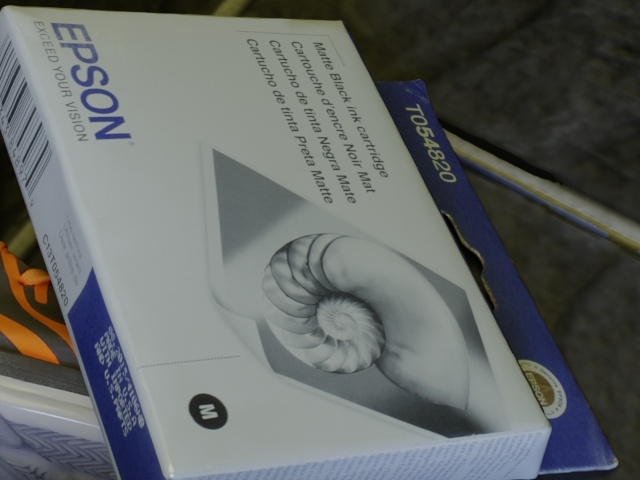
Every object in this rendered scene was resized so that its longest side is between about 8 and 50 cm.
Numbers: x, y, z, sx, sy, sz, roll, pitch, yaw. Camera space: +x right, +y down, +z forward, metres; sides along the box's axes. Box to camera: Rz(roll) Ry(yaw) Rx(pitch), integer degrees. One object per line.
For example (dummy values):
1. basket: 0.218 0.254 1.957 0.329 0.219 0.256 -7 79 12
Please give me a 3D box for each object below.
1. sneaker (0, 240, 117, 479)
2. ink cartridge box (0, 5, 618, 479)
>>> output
1. sneaker: -0.156 -0.001 0.671 0.321 0.124 0.180 14 63 15
2. ink cartridge box: 0.000 0.000 0.632 0.224 0.045 0.223 -2 53 -33
